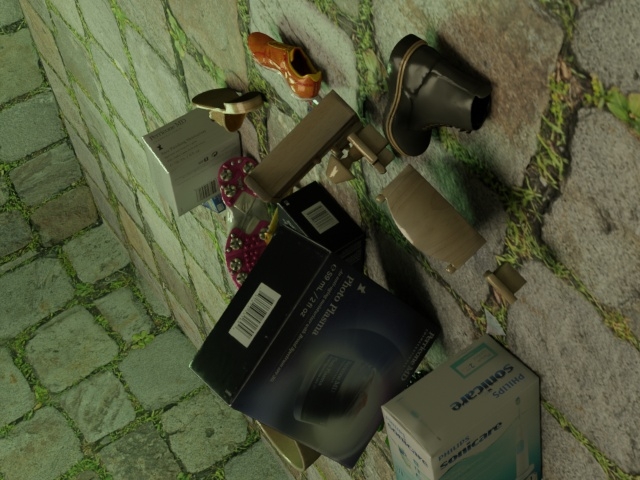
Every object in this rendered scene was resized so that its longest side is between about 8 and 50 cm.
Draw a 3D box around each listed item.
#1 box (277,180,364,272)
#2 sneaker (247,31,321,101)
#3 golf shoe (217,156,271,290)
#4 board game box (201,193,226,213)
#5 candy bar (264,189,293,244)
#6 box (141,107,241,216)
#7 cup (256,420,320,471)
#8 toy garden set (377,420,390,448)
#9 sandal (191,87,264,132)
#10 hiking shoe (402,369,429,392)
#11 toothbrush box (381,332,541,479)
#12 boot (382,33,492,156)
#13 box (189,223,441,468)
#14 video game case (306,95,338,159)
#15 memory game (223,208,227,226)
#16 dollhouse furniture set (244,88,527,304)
[{"bbox_3d":[0.000,0.000,1.803,0.156,0.093,0.158,49,159,26],"label":"box"},{"bbox_3d":[-0.054,-0.296,1.549,0.175,0.064,0.067,43,137,28],"label":"sneaker"},{"bbox_3d":[-0.150,-0.022,2.061,0.140,0.115,0.306,85,180,-76],"label":"golf shoe"},{"bbox_3d":[-0.311,-0.173,2.442,0.136,0.035,0.201,25,142,60],"label":"board game box"},{"bbox_3d":[-0.077,-0.060,1.861,0.018,0.161,0.040,15,146,8],"label":"candy bar"},{"bbox_3d":[-0.277,-0.178,2.105,0.119,0.181,0.182,50,160,24],"label":"box"},{"bbox_3d":[-0.038,0.324,2.197,0.331,0.237,0.331,49,160,25],"label":"cup"},{"bbox_3d":[0.199,0.441,2.072,0.244,0.049,0.203,52,163,21],"label":"toy garden set"},{"bbox_3d":[-0.179,-0.248,1.886,0.240,0.088,0.079,18,130,57],"label":"sandal"},{"bbox_3d":[0.198,0.315,1.842,0.114,0.086,0.227,46,168,-4],"label":"hiking shoe"},{"bbox_3d":[0.232,0.327,1.522,0.126,0.216,0.295,42,157,40],"label":"toothbrush box"},{"bbox_3d":[0.151,-0.150,1.210,0.137,0.077,0.198,37,160,27],"label":"boot"},{"bbox_3d":[-0.003,0.182,1.626,0.294,0.296,0.183,35,177,-34],"label":"box"},{"bbox_3d":[0.004,-0.191,1.617,0.087,0.011,0.122,51,161,24],"label":"video game case"},{"bbox_3d":[-0.158,-0.003,2.182,0.186,0.012,0.186,48,-157,-28],"label":"memory game"},{"bbox_3d":[0.086,-0.017,1.330,0.355,0.174,0.303,46,-175,2],"label":"dollhouse furniture set"}]
